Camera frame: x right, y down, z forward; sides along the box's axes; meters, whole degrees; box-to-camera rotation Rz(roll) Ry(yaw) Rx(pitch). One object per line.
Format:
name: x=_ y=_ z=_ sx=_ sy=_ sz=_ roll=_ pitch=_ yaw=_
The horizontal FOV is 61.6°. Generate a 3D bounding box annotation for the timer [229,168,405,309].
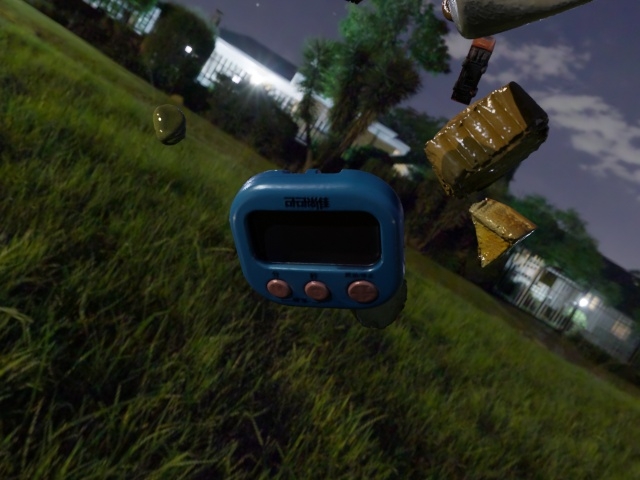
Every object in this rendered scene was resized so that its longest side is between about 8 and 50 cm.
timer: x=0.000 y=0.000 z=1.078 sx=0.340 sy=0.309 sz=0.115 roll=1 pitch=38 yaw=13

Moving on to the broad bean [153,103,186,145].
broad bean: x=-0.572 y=-0.440 z=2.040 sx=0.124 sy=0.175 sz=0.082 roll=-6 pitch=-18 yaw=-7

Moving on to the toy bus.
toy bus: x=0.392 y=-0.437 z=1.382 sx=0.065 sy=0.077 sz=0.192 roll=23 pitch=-25 yaw=8

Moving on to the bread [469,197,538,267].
bread: x=0.481 y=-0.015 z=1.501 sx=0.140 sy=0.160 sz=0.169 roll=-26 pitch=56 yaw=-36

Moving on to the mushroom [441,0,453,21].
mushroom: x=0.375 y=-0.662 z=1.449 sx=0.088 sy=0.073 sz=0.130 roll=19 pitch=-49 yaw=31

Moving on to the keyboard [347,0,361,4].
keyboard: x=-0.009 y=-0.387 z=0.798 sx=0.165 sy=0.017 sz=0.055 roll=11 pitch=2 yaw=-18

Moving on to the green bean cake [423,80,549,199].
green bean cake: x=0.329 y=-0.193 z=1.083 sx=0.131 sy=0.229 sz=0.224 roll=57 pitch=13 yaw=14

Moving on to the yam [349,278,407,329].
yam: x=0.096 y=0.080 z=1.388 sx=0.168 sy=0.168 sz=0.304 roll=30 pitch=15 yaw=-37

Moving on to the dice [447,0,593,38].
dice: x=0.298 y=-0.470 z=0.723 sx=0.277 sy=0.304 sz=0.304 roll=-65 pitch=136 yaw=-65
